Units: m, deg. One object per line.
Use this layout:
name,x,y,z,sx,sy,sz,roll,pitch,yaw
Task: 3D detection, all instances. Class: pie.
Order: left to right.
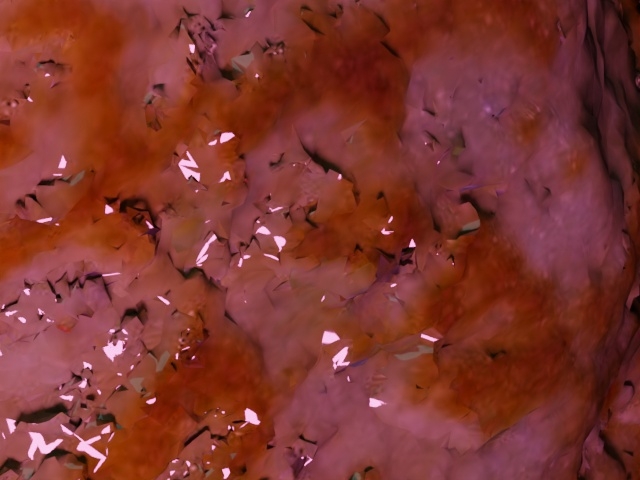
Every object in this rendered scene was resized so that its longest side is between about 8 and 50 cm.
pie,0.001,-0.025,0.619,0.180,0.418,0.395,13,47,36
